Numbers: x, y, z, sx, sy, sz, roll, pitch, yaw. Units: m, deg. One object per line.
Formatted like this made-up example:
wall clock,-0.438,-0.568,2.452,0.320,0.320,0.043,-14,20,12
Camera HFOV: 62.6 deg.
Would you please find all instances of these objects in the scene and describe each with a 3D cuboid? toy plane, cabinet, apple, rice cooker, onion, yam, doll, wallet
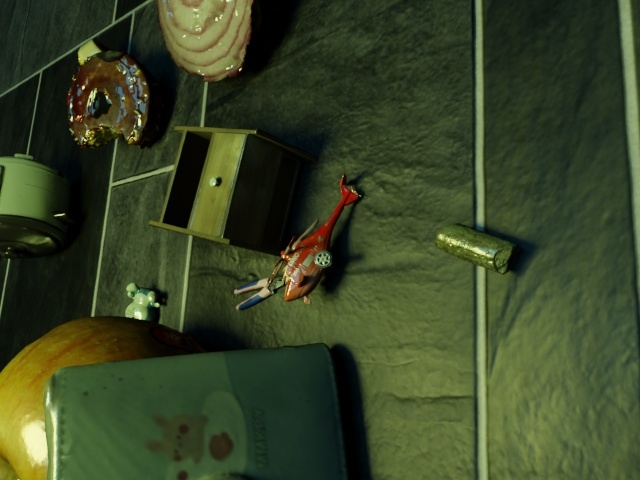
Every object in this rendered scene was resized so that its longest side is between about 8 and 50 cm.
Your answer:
toy plane,0.000,0.003,0.771,0.077,0.126,0.194,32,63,9
cabinet,-0.147,-0.081,0.854,0.215,0.148,0.175,12,87,40
apple,-0.319,0.307,0.779,0.400,0.333,0.400,-15,67,39
rice cooker,-0.738,-0.065,1.279,0.280,0.241,0.227,-5,68,1
onion,-0.187,-0.445,0.997,0.314,0.146,0.280,4,106,40
yam,0.186,0.007,0.628,0.094,0.043,0.043,27,97,42
doll,-0.346,0.132,1.031,0.076,0.050,0.083,16,88,23
wallet,-0.128,0.258,0.626,0.083,0.360,0.252,138,126,-58

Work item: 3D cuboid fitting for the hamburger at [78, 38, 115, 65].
hamburger,-0.515,-0.410,1.256,0.081,0.126,0.141,-44,79,11

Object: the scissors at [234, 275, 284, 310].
scissors,-0.101,0.083,0.864,0.113,0.012,0.039,-24,65,33

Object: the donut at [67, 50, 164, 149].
donut,-0.446,-0.299,1.155,0.230,0.096,0.216,-10,88,23
